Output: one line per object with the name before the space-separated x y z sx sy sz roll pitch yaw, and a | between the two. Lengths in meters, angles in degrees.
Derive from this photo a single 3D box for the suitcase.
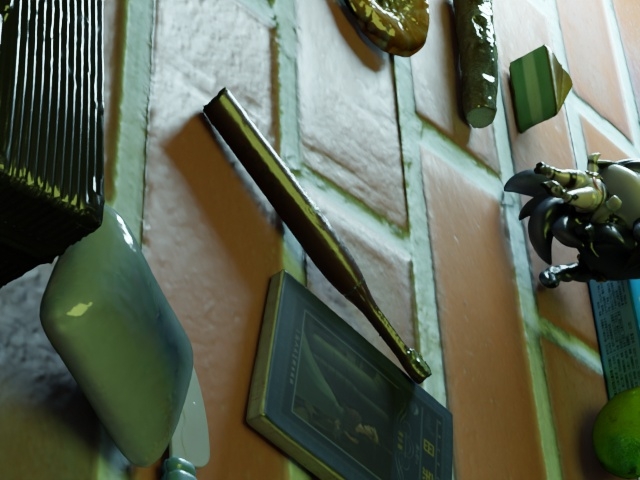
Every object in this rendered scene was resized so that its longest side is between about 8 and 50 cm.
suitcase | -0.280 -0.156 1.084 0.230 0.152 0.335 28 44 -40

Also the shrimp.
shrimp | 0.077 -0.347 1.850 0.150 0.068 0.248 21 53 -39

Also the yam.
yam | 0.216 -0.268 1.988 0.061 0.061 0.274 35 40 -35

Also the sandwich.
sandwich | 0.304 -0.217 2.055 0.074 0.074 0.116 54 32 -13

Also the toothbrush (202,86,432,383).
toothbrush | -0.001 0.000 1.458 0.364 0.041 0.041 54 31 -7

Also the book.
book | 0.038 0.172 1.393 0.269 0.025 0.191 42 35 -27

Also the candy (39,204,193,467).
candy | -0.157 0.075 1.120 0.138 0.071 0.174 -78 151 -48

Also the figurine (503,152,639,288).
figurine | 0.368 -0.031 1.869 0.265 0.197 0.175 3 65 -17

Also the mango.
mango | 0.394 0.236 1.762 0.178 0.119 0.100 -30 109 -60

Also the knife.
knife | -0.112 0.171 1.184 0.058 0.032 0.244 33 36 -34

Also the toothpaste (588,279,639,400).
toothpaste | 0.409 0.106 1.948 0.050 0.065 0.266 37 37 -38
